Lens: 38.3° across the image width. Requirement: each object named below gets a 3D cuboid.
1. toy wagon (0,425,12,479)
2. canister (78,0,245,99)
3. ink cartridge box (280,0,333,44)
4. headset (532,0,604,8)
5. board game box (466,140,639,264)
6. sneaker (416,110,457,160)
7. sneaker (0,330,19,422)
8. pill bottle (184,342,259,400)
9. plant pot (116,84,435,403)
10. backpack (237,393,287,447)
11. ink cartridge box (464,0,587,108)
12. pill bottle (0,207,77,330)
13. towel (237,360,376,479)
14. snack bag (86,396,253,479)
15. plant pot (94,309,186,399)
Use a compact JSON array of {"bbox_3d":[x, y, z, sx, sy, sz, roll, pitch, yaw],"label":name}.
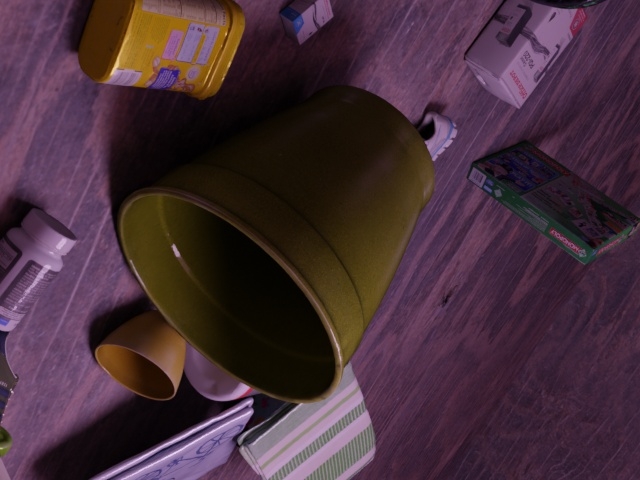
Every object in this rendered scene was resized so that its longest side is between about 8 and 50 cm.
[{"bbox_3d":[-0.567,0.354,1.197,0.267,0.068,0.344,-57,151,10],"label":"toy wagon"},{"bbox_3d":[-0.181,-0.233,1.059,0.170,0.073,0.126,-4,127,-52],"label":"canister"},{"bbox_3d":[-0.012,-0.313,1.257,0.083,0.028,0.048,-44,152,-14],"label":"ink cartridge box"},{"bbox_3d":[0.373,-0.544,1.349,0.185,0.243,0.394,-11,111,-58],"label":"headset"},{"bbox_3d":[0.497,-0.089,1.961,0.213,0.317,0.046,-22,142,-42],"label":"board game box"},{"bbox_3d":[0.172,-0.154,1.688,0.083,0.071,0.190,21,97,-54],"label":"sneaker"},{"bbox_3d":[-0.419,0.199,1.181,0.086,0.064,0.192,-26,117,-57],"label":"sneaker"},{"bbox_3d":[-0.089,0.177,1.584,0.283,0.161,0.161,-1,125,-55],"label":"pill bottle"},{"bbox_3d":[-0.027,-0.029,1.288,0.353,0.366,0.366,-48,155,-32],"label":"plant pot"},{"bbox_3d":[-0.043,0.345,1.842,0.253,0.191,0.225,-49,151,-14],"label":"backpack"},{"bbox_3d":[0.378,-0.372,1.694,0.218,0.092,0.158,-52,152,6],"label":"ink cartridge box"},{"bbox_3d":[-0.360,0.034,1.106,0.137,0.078,0.078,-51,152,1],"label":"pill bottle"},{"bbox_3d":[-0.011,0.384,1.721,0.248,0.038,0.325,-36,138,-15],"label":"towel"},{"bbox_3d":[-0.274,0.398,1.586,0.323,0.037,0.342,-26,161,-24],"label":"snack bag"},{"bbox_3d":[-0.255,0.161,1.382,0.134,0.134,0.095,89,22,-50],"label":"plant pot"}]
